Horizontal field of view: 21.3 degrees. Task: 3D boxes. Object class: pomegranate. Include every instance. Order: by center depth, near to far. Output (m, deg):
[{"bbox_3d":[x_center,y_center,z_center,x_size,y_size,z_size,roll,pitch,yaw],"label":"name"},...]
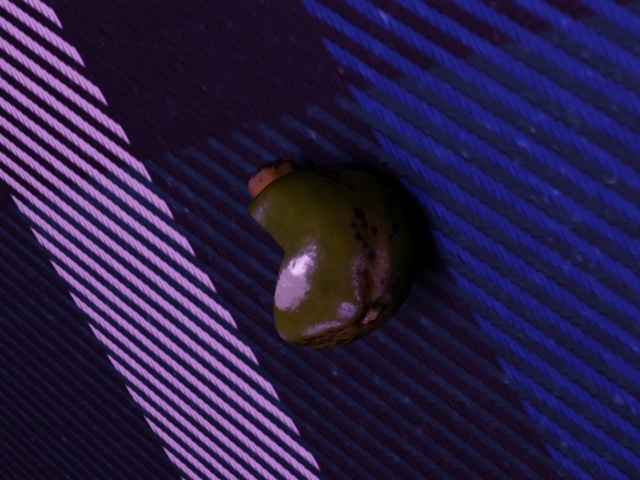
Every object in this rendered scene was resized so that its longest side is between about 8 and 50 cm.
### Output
[{"bbox_3d":[0.011,-0.004,1.338,0.122,0.143,0.169,-30,52,27],"label":"pomegranate"}]
